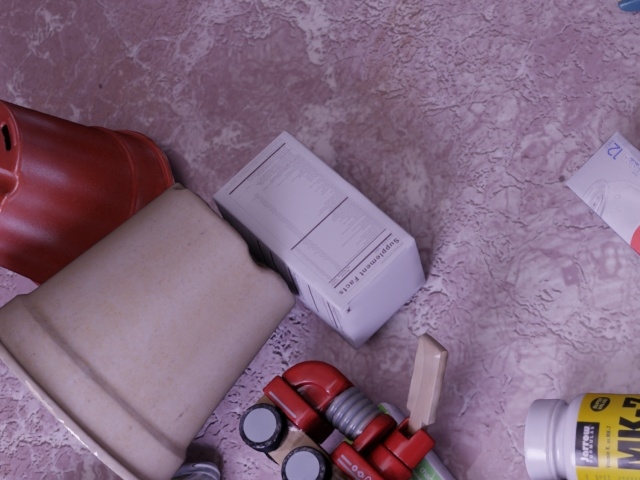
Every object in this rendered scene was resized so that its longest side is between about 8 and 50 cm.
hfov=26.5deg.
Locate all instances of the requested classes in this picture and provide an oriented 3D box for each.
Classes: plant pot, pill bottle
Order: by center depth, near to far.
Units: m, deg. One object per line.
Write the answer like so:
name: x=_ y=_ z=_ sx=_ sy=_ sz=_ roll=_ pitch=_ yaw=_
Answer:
pill bottle: x=0.350 y=0.237 z=1.575 sx=0.208 sy=0.119 sz=0.119 roll=-1 pitch=79 yaw=24
plant pot: x=-0.209 y=0.108 z=1.728 sx=0.305 sy=0.334 sz=0.334 roll=-45 pitch=64 yaw=-6
plant pot: x=-0.388 y=-0.063 z=1.868 sx=0.272 sy=0.265 sz=0.273 roll=-12 pitch=69 yaw=33

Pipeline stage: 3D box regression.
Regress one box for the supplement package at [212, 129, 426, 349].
supplement package: x=0.000 y=0.000 z=1.758 sx=0.139 sy=0.134 sz=0.244 roll=-43 pitch=64 yaw=-11

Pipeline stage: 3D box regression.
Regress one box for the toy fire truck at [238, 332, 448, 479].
toy fire truck: x=0.049 y=0.210 z=1.655 sx=0.246 sy=0.158 sz=0.217 roll=-46 pitch=63 yaw=-4

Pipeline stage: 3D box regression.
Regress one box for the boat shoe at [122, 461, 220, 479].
boat shoe: x=-0.281 y=0.379 z=1.852 sx=0.320 sy=0.118 sz=0.103 roll=-20 pitch=31 yaw=23

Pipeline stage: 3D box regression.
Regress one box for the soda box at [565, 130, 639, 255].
soda box: x=0.426 y=0.003 z=1.601 sx=0.091 sy=0.098 sz=0.286 roll=-46 pitch=66 yaw=10

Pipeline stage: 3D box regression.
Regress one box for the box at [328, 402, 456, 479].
box: x=0.045 y=0.397 z=1.719 sx=0.322 sy=0.058 sz=0.232 roll=-45 pitch=65 yaw=12

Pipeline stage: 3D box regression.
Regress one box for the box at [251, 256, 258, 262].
box: x=-0.185 y=0.030 z=1.910 sx=0.207 sy=0.036 sz=0.114 roll=15 pitch=86 yaw=26

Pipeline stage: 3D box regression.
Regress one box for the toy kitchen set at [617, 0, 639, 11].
toy kitchen set: x=0.444 y=-0.336 z=1.623 sx=0.207 sy=0.166 sz=0.122 roll=-21 pitch=71 yaw=20
